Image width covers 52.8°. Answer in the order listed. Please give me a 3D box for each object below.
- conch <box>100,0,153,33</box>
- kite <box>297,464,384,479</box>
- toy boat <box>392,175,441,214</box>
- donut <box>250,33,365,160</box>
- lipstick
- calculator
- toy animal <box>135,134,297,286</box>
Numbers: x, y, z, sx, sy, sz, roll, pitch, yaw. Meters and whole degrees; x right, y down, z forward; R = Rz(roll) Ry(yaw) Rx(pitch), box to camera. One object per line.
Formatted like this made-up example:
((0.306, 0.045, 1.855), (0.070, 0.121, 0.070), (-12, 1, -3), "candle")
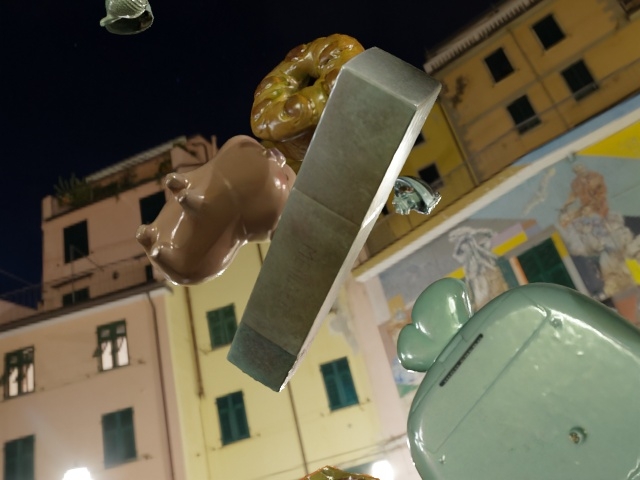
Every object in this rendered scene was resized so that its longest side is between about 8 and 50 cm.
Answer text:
((-0.298, -0.358, 0.994), (0.085, 0.056, 0.076), (-11, -21, 28), "conch")
((0.013, 0.461, 0.880), (0.377, 0.327, 0.013), (13, -46, 10), "kite")
((0.151, -0.072, 1.087), (0.066, 0.140, 0.059), (-30, -66, -10), "toy boat")
((-0.009, -0.236, 1.059), (0.226, 0.226, 0.114), (-28, -49, 21), "donut")
((0.000, 0.000, 0.633), (0.080, 0.076, 0.371), (-46, -15, -52), "lipstick")
((0.157, 0.132, 0.429), (0.184, 0.295, 0.042), (-53, -38, 7), "calculator")
((-0.184, -0.049, 1.243), (0.326, 0.237, 0.269), (-50, -32, 16), "toy animal")
